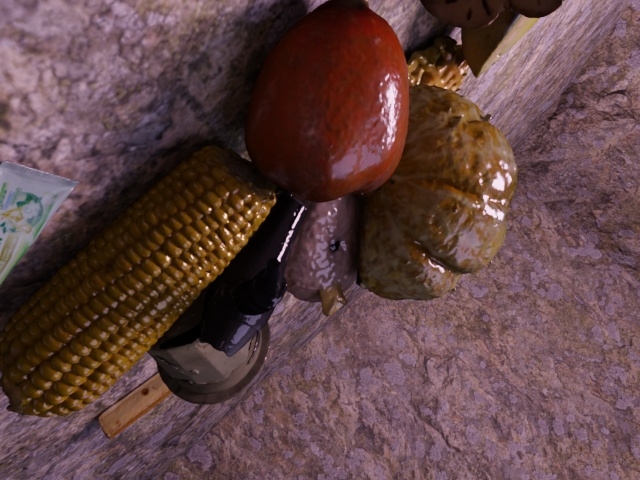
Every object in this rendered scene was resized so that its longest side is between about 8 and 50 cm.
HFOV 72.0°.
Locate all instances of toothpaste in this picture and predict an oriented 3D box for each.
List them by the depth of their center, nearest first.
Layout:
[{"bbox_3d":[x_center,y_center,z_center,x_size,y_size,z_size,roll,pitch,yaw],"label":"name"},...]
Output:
[{"bbox_3d":[-0.337,0.051,0.404,0.297,0.048,0.075,-50,161,6],"label":"toothpaste"}]

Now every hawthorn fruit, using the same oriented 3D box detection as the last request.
[{"bbox_3d":[0.016,-0.171,0.499,0.199,0.199,0.251,-28,139,-46],"label":"hawthorn fruit"}]

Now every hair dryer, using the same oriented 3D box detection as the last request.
[{"bbox_3d":[-0.056,0.033,0.515,0.236,0.091,0.271,-62,-166,-14],"label":"hair dryer"}]

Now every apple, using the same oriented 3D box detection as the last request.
[{"bbox_3d":[0.307,-0.393,0.689,0.265,0.120,0.193,-54,176,37],"label":"apple"}]

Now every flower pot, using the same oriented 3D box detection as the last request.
[{"bbox_3d":[-0.201,0.142,0.710,0.212,0.212,0.203,-40,156,-14],"label":"flower pot"}]

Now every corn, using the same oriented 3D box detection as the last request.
[{"bbox_3d":[-0.215,0.043,0.518,0.387,0.144,0.144,-48,164,-1],"label":"corn"}]

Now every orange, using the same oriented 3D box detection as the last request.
[{"bbox_3d":[0.210,-0.068,0.740,0.271,0.210,0.369,20,82,-57],"label":"orange"}]

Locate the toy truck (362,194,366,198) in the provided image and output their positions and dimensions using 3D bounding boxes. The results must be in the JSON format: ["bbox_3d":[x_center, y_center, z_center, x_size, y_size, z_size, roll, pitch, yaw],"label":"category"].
[{"bbox_3d":[0.145,-0.051,0.977,0.253,0.107,0.114,-95,-160,-52],"label":"toy truck"}]

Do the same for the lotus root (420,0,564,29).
[{"bbox_3d":[0.233,-0.359,0.540,0.180,0.188,0.199,-41,166,-54],"label":"lotus root"}]

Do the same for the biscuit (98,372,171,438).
[{"bbox_3d":[-0.405,0.360,0.994,0.188,0.056,0.052,-36,164,-31],"label":"biscuit"}]

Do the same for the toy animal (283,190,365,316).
[{"bbox_3d":[0.002,0.001,0.822,0.227,0.188,0.358,-70,162,3],"label":"toy animal"}]

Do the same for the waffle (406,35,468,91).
[{"bbox_3d":[0.173,-0.251,0.874,0.307,0.060,0.312,-27,157,-41],"label":"waffle"}]
